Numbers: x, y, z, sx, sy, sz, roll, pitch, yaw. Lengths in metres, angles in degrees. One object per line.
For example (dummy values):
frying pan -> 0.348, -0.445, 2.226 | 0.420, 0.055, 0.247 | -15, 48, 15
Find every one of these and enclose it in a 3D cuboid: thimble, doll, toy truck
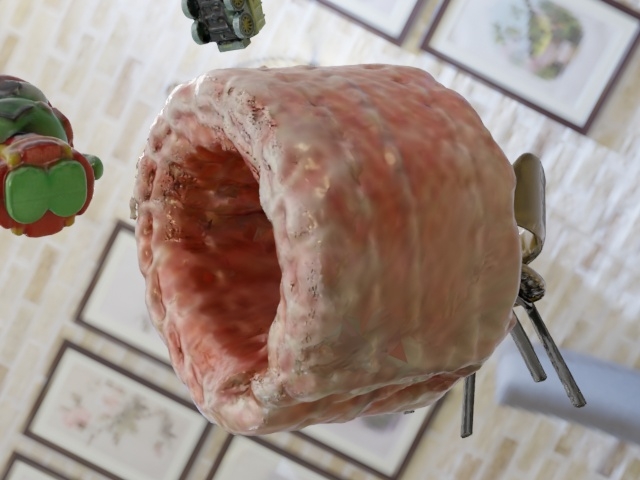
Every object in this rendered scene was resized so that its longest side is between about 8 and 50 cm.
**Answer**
thimble -> 0.000, 0.000, 0.802 | 0.162, 0.239, 0.239 | -7, -40, -33
doll -> -0.412, -0.123, 1.645 | 0.183, 0.363, 0.160 | -18, -49, -26
toy truck -> -0.111, -0.300, 1.431 | 0.100, 0.077, 0.169 | -48, -55, -48

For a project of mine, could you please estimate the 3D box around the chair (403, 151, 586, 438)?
chair -> 0.168, 0.053, 1.300 | 0.159, 0.172, 0.247 | 32, -137, -58
